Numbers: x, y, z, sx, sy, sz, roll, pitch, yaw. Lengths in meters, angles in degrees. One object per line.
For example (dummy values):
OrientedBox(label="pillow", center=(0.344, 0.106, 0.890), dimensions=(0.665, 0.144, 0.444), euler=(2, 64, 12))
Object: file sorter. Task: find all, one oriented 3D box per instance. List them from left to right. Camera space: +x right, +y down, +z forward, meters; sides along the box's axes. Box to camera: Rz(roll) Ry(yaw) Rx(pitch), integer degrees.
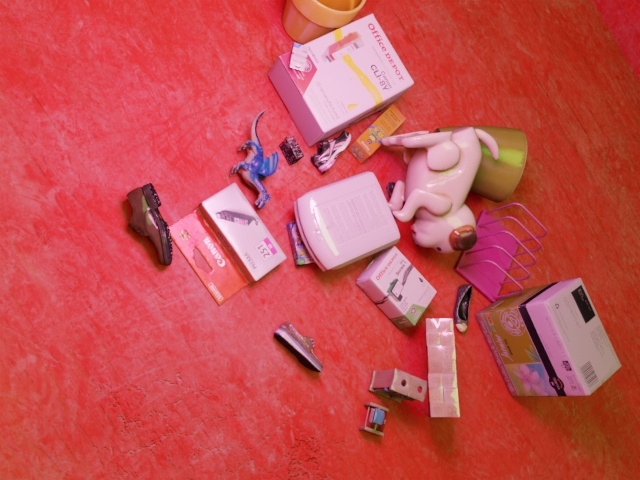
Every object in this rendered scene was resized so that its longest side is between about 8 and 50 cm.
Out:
OrientedBox(label="file sorter", center=(0.661, 0.037, 2.073), dimensions=(0.202, 0.182, 0.291), euler=(40, 62, -14))

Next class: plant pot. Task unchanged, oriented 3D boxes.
OrientedBox(label="plant pot", center=(-0.009, -0.778, 1.886), dimensions=(0.253, 0.239, 0.254), euler=(8, 69, -22))
OrientedBox(label="plant pot", center=(0.541, -0.303, 2.075), dimensions=(0.293, 0.275, 0.275), euler=(13, 70, -9))

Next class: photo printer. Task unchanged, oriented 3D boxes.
OrientedBox(label="photo printer", center=(0.074, -0.057, 1.782), dimensions=(0.307, 0.107, 0.256), euler=(-23, 88, -31))

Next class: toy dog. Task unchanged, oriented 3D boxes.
OrientedBox(label="toy dog", center=(0.393, -0.158, 1.899), dimensions=(0.394, 0.284, 0.409), euler=(-12, 103, -19))

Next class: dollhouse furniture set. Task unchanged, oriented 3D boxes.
OrientedBox(label="dollhouse furniture set", center=(0.222, 0.501, 1.744), dimensions=(0.128, 0.129, 0.184), euler=(26, 65, -20))

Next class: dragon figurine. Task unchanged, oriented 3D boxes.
OrientedBox(label="dragon figurine", center=(-0.182, -0.237, 1.744), dimensions=(0.143, 0.085, 0.290), euler=(22, 72, -24))

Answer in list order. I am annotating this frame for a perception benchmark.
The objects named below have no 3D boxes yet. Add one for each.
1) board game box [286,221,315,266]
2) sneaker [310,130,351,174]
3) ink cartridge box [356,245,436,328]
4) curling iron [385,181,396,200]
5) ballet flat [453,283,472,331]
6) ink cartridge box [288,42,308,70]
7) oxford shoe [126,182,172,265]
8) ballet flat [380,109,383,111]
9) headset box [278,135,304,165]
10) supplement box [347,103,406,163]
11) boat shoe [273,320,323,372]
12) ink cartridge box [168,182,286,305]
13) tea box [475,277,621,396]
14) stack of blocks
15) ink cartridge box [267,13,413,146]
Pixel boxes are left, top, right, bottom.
OrientedBox(label="board game box", center=(0.000, 0.000, 1.811), dimensions=(0.201, 0.035, 0.136), euler=(-9, 81, -30))
OrientedBox(label="sneaker", center=(0.033, -0.307, 1.890), dimensions=(0.077, 0.072, 0.178), euler=(41, 61, -11))
OrientedBox(label="ink cartridge box", center=(0.247, 0.151, 1.871), dimensions=(0.219, 0.092, 0.160), euler=(46, 60, -11))
OrientedBox(label="curling iron", center=(0.338, -0.126, 2.028), dimensions=(0.273, 0.035, 0.068), euler=(27, 75, -21))
OrientedBox(label="ballet flat", center=(0.500, 0.234, 2.011), dimensions=(0.057, 0.049, 0.173), euler=(17, 70, -23))
OrientedBox(label="ink cartridge box", center=(-0.068, -0.549, 1.738), dimensions=(0.048, 0.028, 0.084), euler=(14, 76, -14))
OrientedBox(label="oxford shoe", center=(-0.463, -0.033, 1.557), dimensions=(0.096, 0.083, 0.228), euler=(-19, 90, -4))
OrientedBox(label="ballet flat", center=(0.211, -0.571, 2.071), dimensions=(0.084, 0.058, 0.250), euler=(4, 69, -9))
OrientedBox(label="headset box", center=(-0.094, -0.288, 1.821), dimensions=(0.032, 0.062, 0.083), euler=(-27, 90, -32))
OrientedBox(label="supplement box", center=(0.196, -0.370, 1.990), dimensions=(0.078, 0.080, 0.233), euler=(46, 63, -7))
OrientedBox(label="boat shoe", center=(-0.051, 0.310, 1.685), dimensions=(0.183, 0.066, 0.066), euler=(46, 59, -10))
OrientedBox(label="ink cartridge box", center=(-0.267, 0.008, 1.653), dimensions=(0.238, 0.060, 0.275), euler=(-37, 96, -32))
OrientedBox(label="tea box", center=(0.770, 0.339, 1.970), dimensions=(0.219, 0.323, 0.329), euler=(-23, 88, -32))
OrientedBox(label="stack of blocks", center=(0.382, 0.406, 1.823), dimensions=(0.087, 0.171, 0.298), euler=(-2, 74, 9))
OrientedBox(label="ink cartridge box", center=(0.069, -0.526, 1.881), dimensions=(0.384, 0.160, 0.279), euler=(-32, 92, -21))
